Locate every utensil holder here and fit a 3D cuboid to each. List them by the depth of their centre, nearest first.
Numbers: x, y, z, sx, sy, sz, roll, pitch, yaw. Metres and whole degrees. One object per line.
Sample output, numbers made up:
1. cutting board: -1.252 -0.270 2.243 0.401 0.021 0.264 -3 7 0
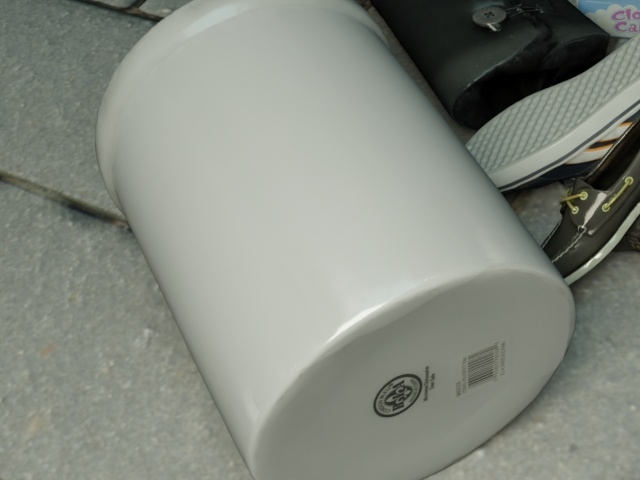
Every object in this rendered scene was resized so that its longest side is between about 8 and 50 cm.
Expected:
1. utensil holder: 0.000 0.000 0.939 0.328 0.327 0.385 -24 52 -8

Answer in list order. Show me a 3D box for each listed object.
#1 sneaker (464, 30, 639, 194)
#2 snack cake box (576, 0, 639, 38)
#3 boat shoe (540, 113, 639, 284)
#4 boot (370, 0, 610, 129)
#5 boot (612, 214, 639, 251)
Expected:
1. sneaker: 0.308 -0.117 1.104 0.321 0.127 0.126 -30 32 19
2. snack cake box: 0.464 -0.322 1.257 0.265 0.089 0.152 11 56 21
3. boat shoe: 0.284 -0.043 1.025 0.228 0.069 0.081 -46 14 5
4. boot: 0.091 -0.286 1.287 0.367 0.146 0.445 -25 54 -6
5. boot: 0.417 -0.046 0.976 0.263 0.091 0.229 -32 22 2
